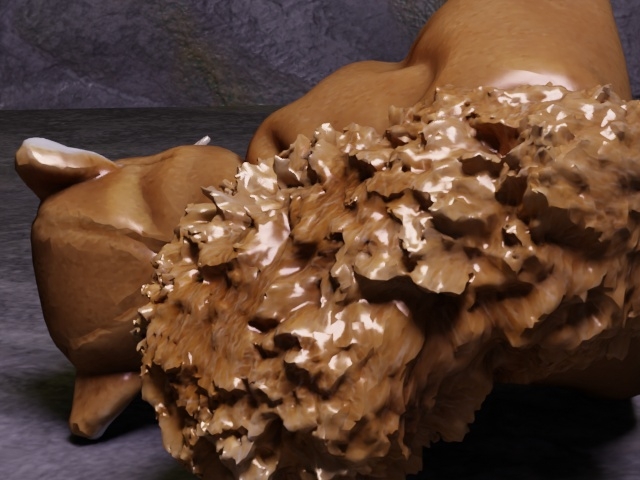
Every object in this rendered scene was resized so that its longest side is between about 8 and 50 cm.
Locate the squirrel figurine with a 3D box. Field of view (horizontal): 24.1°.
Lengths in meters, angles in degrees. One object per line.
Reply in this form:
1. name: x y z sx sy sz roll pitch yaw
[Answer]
1. squirrel figurine: 0.000 0.000 0.867 0.370 0.281 0.397 -7 11 5
